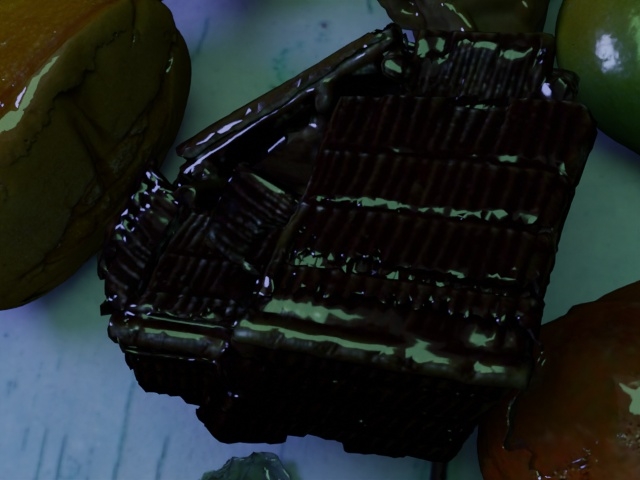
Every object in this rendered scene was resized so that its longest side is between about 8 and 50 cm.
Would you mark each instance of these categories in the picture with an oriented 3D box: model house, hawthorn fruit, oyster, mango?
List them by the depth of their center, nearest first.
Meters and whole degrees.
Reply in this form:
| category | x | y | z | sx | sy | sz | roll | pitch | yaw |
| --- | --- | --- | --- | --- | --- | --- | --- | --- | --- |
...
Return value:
| category | x | y | z | sx | sy | sz | roll | pitch | yaw |
| --- | --- | --- | --- | --- | --- | --- | --- | --- | --- |
| model house | 0.000 | 0.000 | 0.914 | 0.317 | 0.282 | 0.297 | 11 | 109 | 5 |
| hawthorn fruit | 0.249 | 0.154 | 0.919 | 0.299 | 0.211 | 0.211 | 38 | 78 | 19 |
| oyster | -0.063 | 0.208 | 1.032 | 0.100 | 0.037 | 0.098 | -13 | 86 | -20 |
| mango | 0.286 | -0.120 | 1.067 | 0.156 | 0.114 | 0.251 | -38 | 69 | -17 |

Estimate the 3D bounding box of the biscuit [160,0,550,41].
| category | x | y | z | sx | sy | sz | roll | pitch | yaw |
| --- | --- | --- | --- | --- | --- | --- | --- | --- | --- |
| biscuit | 0.020 | -0.268 | 1.129 | 0.366 | 0.115 | 0.268 | 21 | 65 | 1 |

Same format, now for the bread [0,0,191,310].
| category | x | y | z | sx | sy | sz | roll | pitch | yaw |
| --- | --- | --- | --- | --- | --- | --- | --- | --- | --- |
| bread | -0.209 | -0.077 | 1.067 | 0.142 | 0.195 | 0.270 | 35 | 81 | 24 |
